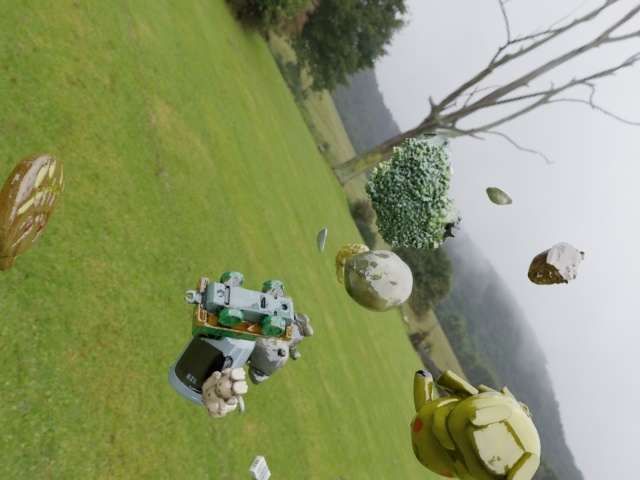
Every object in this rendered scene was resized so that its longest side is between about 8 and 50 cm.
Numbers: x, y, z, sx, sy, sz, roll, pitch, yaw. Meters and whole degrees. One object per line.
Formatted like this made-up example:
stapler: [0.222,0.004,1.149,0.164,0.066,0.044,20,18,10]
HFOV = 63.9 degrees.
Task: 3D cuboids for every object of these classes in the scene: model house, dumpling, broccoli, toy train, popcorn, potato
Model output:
model house: [0.451,-0.269,2.199,0.190,0.271,0.301,32,-25,44]
dumpling: [0.494,-0.128,1.425,0.077,0.043,0.059,58,-6,34]
broccoli: [0.290,-0.128,1.598,0.317,0.277,0.338,-2,85,-67]
toy train: [-0.270,0.253,1.754,0.429,0.249,0.178,16,48,-27]
popcorn: [0.151,0.119,2.364,0.226,0.203,0.200,44,-20,26]
potato: [0.217,0.152,1.930,0.243,0.221,0.326,61,23,9]

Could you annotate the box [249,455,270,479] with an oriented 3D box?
box: [-0.178,0.683,1.510,0.054,0.024,0.083,-55,139,-50]

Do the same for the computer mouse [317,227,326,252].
computer mouse: [0.000,0.000,2.048,0.056,0.032,0.110,-88,-170,-62]

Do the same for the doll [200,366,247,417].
doll: [-0.322,0.514,1.740,0.119,0.278,0.154,1,70,-32]

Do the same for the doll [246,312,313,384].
doll: [-0.245,0.489,2.383,0.252,0.382,0.378,55,-27,-1]

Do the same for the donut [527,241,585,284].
donut: [0.771,0.075,1.696,0.144,0.126,0.186,45,48,-11]

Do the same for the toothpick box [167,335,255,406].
toothpick box: [-0.398,0.431,1.993,0.263,0.355,0.263,33,2,-1]

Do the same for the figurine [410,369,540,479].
figurine: [0.268,0.356,0.974,0.218,0.169,0.327,65,-28,8]

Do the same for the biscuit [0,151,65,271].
biscuit: [-0.793,-0.075,1.401,0.070,0.350,0.394,23,3,-16]

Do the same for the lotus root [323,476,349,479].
lotus root: [0.003,0.749,1.317,0.272,0.272,0.192,63,2,23]
